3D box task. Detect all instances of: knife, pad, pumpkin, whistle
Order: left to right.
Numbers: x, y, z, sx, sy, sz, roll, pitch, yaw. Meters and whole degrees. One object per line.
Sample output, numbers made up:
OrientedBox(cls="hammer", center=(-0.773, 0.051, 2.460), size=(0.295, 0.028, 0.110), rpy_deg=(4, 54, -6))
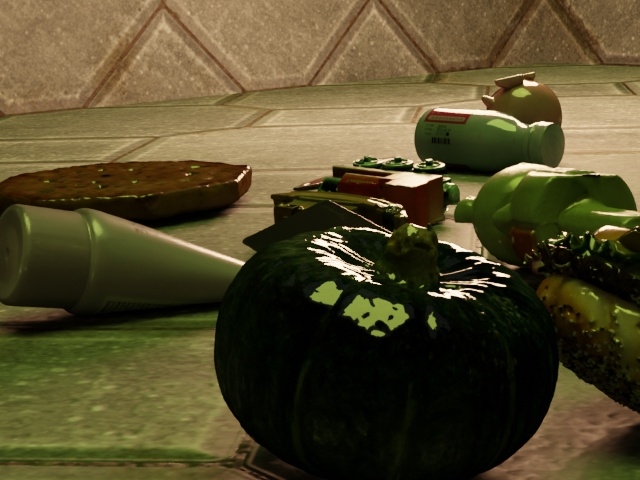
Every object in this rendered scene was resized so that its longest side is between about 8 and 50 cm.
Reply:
OrientedBox(cls="pad", center=(0.000, 0.000, 1.411), size=(0.112, 0.003, 0.157), rpy_deg=(-27, 29, -22))
OrientedBox(cls="knife", center=(0.045, -0.094, 2.000), size=(0.035, 0.018, 0.247), rpy_deg=(10, 19, 37))
OrientedBox(cls="pumpkin", center=(0.040, 0.063, 0.829), size=(0.212, 0.152, 0.211), rpy_deg=(-1, 22, 1))
OrientedBox(cls="whistle", center=(0.229, -0.016, 1.307), size=(0.131, 0.106, 0.288), rpy_deg=(0, 6, -18))

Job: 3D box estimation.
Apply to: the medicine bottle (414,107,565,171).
OrientedBox(cls="medicine bottle", center=(0.246, -0.144, 2.014), size=(0.217, 0.090, 0.090), rpy_deg=(9, 15, 40))

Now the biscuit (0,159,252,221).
OrientedBox(cls="biscuit", center=(-0.262, -0.066, 1.825), size=(0.359, 0.046, 0.359), rpy_deg=(-2, 12, 0))

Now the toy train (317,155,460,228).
OrientedBox(cls="toy train", center=(0.077, -0.059, 1.671), size=(0.176, 0.074, 0.118), rpy_deg=(9, 19, 36))

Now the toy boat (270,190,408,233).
OrientedBox(cls="toy boat", center=(0.017, -0.019, 1.510), size=(0.201, 0.057, 0.077), rpy_deg=(8, 20, 39))

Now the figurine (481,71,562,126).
OrientedBox(cls="figurine", center=(0.304, -0.185, 2.096), size=(0.125, 0.138, 0.125), rpy_deg=(-7, 10, 1))

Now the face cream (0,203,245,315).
OrientedBox(cls="face cream", center=(-0.159, 0.025, 1.274), size=(0.274, 0.096, 0.154), rpy_deg=(6, 1, -34))

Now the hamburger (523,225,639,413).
OrientedBox(cls="hamburger", center=(0.212, 0.060, 0.882), size=(0.190, 0.093, 0.164), rpy_deg=(32, -5, 5))
